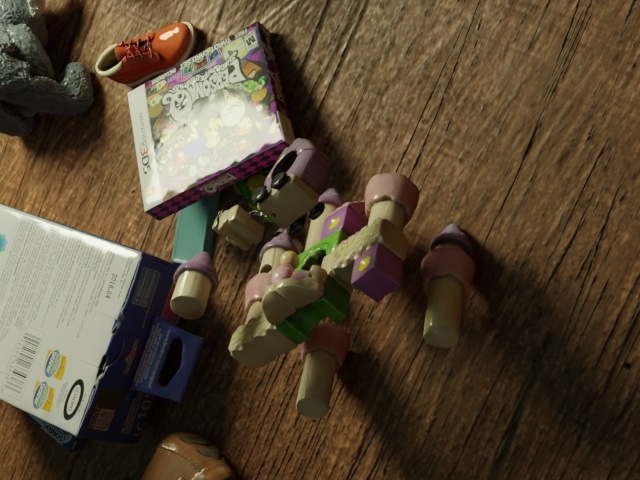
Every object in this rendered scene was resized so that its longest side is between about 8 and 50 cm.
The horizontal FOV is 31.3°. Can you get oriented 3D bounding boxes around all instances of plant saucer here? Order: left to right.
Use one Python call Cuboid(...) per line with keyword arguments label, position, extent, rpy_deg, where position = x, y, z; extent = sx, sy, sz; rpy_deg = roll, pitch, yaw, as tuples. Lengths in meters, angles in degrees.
Cuboid(label="plant saucer", position=(-0.177, -0.054, 1.650), extent=(0.067, 0.018, 0.192), rpy_deg=(11, 92, 32))

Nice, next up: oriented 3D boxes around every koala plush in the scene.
Cuboid(label="koala plush", position=(-0.478, -0.306, 1.767), extent=(0.196, 0.203, 0.221), rpy_deg=(-14, 68, 31))

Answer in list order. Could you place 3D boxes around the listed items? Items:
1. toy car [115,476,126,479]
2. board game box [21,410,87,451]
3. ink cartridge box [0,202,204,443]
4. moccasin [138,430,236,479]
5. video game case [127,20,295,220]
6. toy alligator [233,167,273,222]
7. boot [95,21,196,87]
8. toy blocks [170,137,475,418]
Cuboid(label="toy car", position=(-0.291, 0.415, 1.699), extent=(0.040, 0.060, 0.122), rpy_deg=(3, 111, -10))
Cuboid(label="board game box", position=(-0.419, 0.216, 1.779), extent=(0.201, 0.035, 0.136), rpy_deg=(31, 104, 30))
Cuboid(label="ink cartridge box", position=(-0.360, 0.123, 1.651), extent=(0.395, 0.151, 0.270), rpy_deg=(17, 86, 31))
Cuboid(label="moccasin", position=(-0.230, 0.456, 1.599), extent=(0.147, 0.139, 0.380), rpy_deg=(37, 98, 37))
Cuboid(label="video game case", position=(-0.155, -0.165, 1.578), extent=(0.232, 0.042, 0.210), rpy_deg=(-24, 59, 20))
Cuboid(label="toy alligator", position=(-0.103, -0.100, 1.589), extent=(0.051, 0.056, 0.190), rpy_deg=(-30, 61, -20))
Cuboid(label="boot", position=(-0.255, -0.275, 1.672), extent=(0.158, 0.084, 0.059), rpy_deg=(-27, 72, 27))
Cuboid(label="toy blocks", position=(0.000, 0.000, 1.403), extent=(0.288, 0.309, 0.260), rpy_deg=(-33, 29, 35))
